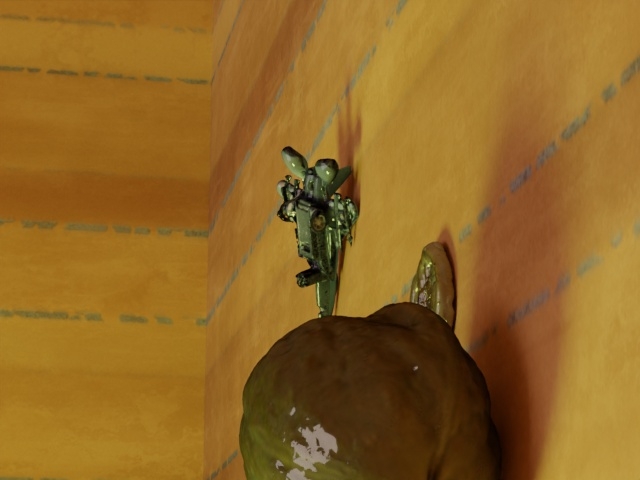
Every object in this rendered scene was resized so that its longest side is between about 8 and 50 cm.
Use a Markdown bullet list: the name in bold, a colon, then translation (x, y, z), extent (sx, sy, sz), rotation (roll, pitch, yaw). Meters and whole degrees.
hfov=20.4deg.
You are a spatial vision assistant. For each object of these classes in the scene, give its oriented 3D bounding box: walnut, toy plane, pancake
- **walnut**: translation (0.049, 0.182, 1.603), extent (0.283, 0.227, 0.282), rotation (-45, 38, 52)
- **toy plane**: translation (-0.006, 0.002, 2.353), extent (0.169, 0.078, 0.246), rotation (20, 112, 50)
- **pancake**: translation (0.113, 0.068, 1.846), extent (0.139, 0.022, 0.139), rotation (-176, 90, -79)
